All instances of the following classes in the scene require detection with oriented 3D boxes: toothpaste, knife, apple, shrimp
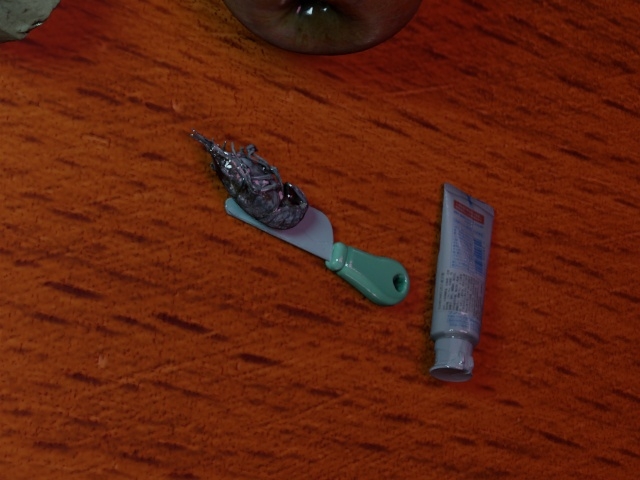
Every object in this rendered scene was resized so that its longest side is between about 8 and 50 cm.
[{"bbox_3d":[0.167,0.050,2.339,0.089,0.057,0.234,27,61,-37],"label":"toothpaste"},{"bbox_3d":[0.001,-0.001,2.215,0.260,0.035,0.063,31,63,-30],"label":"knife"},{"bbox_3d":[0.002,-0.329,2.124,0.253,0.253,0.253,6,81,-40],"label":"apple"},{"bbox_3d":[-0.077,-0.071,2.137,0.165,0.056,0.065,49,60,-25],"label":"shrimp"}]

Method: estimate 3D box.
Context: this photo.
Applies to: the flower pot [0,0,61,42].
[{"bbox_3d":[-0.338,-0.294,1.856,0.203,0.212,0.212,30,66,-42],"label":"flower pot"}]
